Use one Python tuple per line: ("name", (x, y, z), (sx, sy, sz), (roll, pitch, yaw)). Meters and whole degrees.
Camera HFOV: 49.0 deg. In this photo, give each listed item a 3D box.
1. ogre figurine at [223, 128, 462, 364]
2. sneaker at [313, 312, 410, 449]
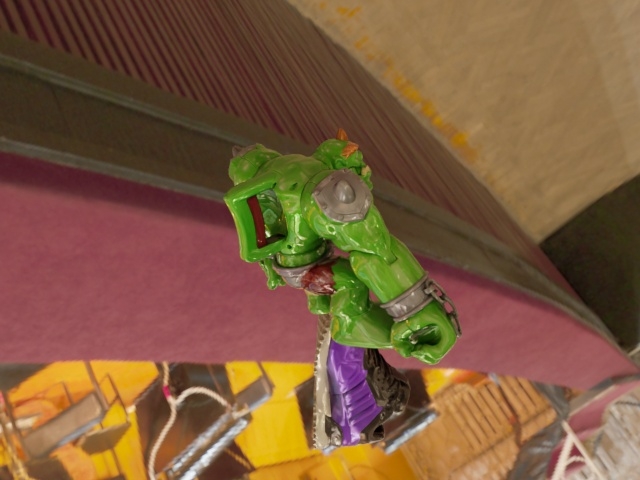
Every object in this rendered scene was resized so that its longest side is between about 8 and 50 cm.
("ogre figurine", (0.000, 0.000, 0.439), (0.097, 0.197, 0.118), (-26, 118, -3))
("sneaker", (0.064, 0.197, 1.054), (0.146, 0.102, 0.293), (3, 124, 1))
